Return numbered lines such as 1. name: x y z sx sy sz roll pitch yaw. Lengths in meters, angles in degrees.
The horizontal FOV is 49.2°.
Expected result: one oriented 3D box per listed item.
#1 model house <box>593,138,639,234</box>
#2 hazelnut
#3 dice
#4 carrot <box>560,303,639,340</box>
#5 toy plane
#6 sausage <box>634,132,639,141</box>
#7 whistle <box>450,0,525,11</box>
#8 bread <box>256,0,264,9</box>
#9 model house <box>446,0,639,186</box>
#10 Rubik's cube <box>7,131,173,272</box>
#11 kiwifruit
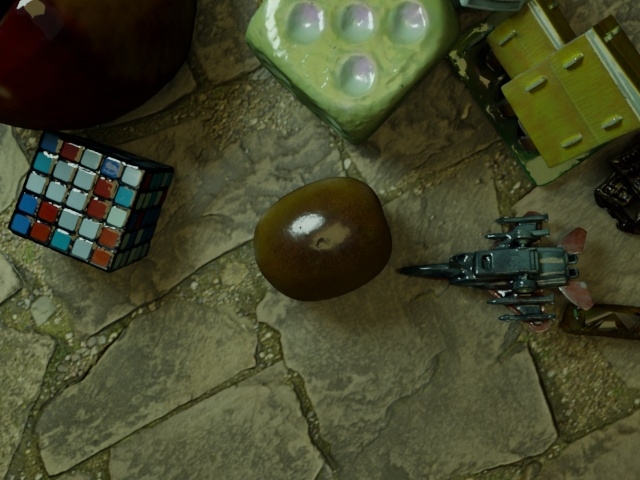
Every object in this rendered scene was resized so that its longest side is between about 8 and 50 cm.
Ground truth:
1. model house: 0.531 -0.087 1.153 0.152 0.106 0.165 41 124 -17
2. hazelnut: -0.381 -0.361 1.062 0.402 0.402 0.429 18 63 1
3. dice: 0.053 -0.317 1.109 0.250 0.252 0.254 44 93 -2
4. carrot: 0.541 0.146 1.221 0.229 0.069 0.068 5 95 3
5. toy plane: 0.293 0.047 1.202 0.327 0.104 0.222 1 68 5
6. sausage: 0.612 -0.142 1.196 0.154 0.062 0.062 18 95 1
7. whistle: 0.226 -0.426 1.121 0.164 0.163 0.289 -7 56 3
8. bread: -0.090 -0.420 1.213 0.047 0.036 0.083 -17 92 -5
9. model house: 0.426 -0.287 1.061 0.340 0.323 0.300 -34 93 4
10. Rubik's cube: -0.378 -0.069 1.177 0.187 0.182 0.184 20 96 1
11. kiwifruit: 0.000 0.000 1.168 0.234 0.196 0.195 -17 94 10
